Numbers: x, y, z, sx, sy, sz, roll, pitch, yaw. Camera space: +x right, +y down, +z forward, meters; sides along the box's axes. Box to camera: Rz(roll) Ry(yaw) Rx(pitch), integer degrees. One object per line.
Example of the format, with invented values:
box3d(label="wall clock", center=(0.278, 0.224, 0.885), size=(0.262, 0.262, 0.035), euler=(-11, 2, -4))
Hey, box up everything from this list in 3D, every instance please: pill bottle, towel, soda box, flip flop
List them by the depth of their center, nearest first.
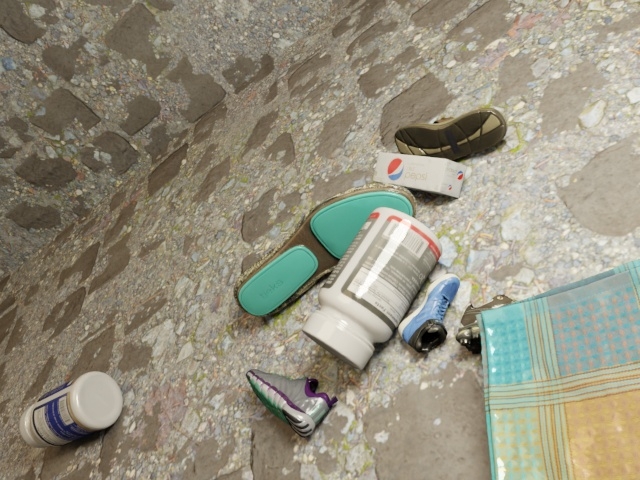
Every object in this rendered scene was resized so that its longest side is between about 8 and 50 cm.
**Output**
box3d(label="towel", center=(0.326, 0.212, 0.696), size=(0.272, 0.040, 0.369), euler=(-26, 42, 37))
box3d(label="pill bottle", center=(0.097, 0.092, 1.083), size=(0.161, 0.161, 0.283), euler=(17, 68, 52))
box3d(label="soda box", center=(0.215, -0.149, 1.264), size=(0.216, 0.069, 0.073), euler=(18, 96, 53))
box3d(label="flip flop", center=(0.293, -0.238, 1.276), size=(0.277, 0.112, 0.080), euler=(-11, 22, 43))
box3d(label="pill bottle", center=(-0.674, 0.462, 1.519), size=(0.265, 0.153, 0.153), euler=(-26, 39, 26))

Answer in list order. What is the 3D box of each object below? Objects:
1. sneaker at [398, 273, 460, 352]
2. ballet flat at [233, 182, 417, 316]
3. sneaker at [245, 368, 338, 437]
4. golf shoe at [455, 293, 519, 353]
box3d(label="sneaker", center=(0.210, 0.134, 1.009), size=(0.152, 0.058, 0.084), euler=(-48, 29, 4))
box3d(label="ballet flat", center=(0.000, 0.000, 1.304), size=(0.483, 0.164, 0.182), euler=(-35, 16, 18))
box3d(label="sneaker", center=(-0.059, 0.303, 1.128), size=(0.098, 0.083, 0.224), euler=(-36, 35, -23))
box3d(label="golf shoe", center=(0.311, 0.120, 0.907), size=(0.198, 0.077, 0.093), euler=(-15, 45, 35))
